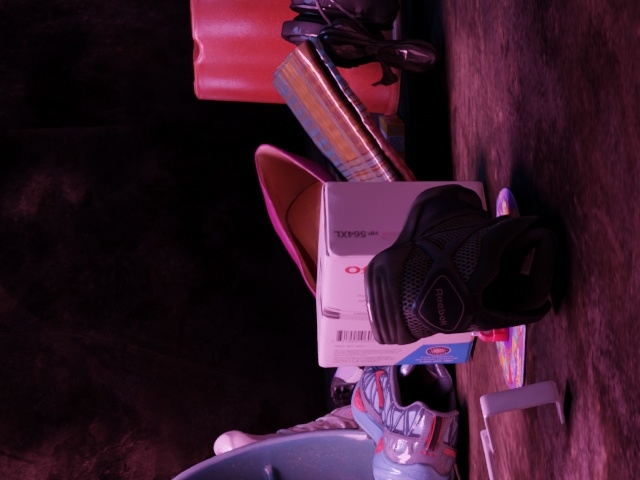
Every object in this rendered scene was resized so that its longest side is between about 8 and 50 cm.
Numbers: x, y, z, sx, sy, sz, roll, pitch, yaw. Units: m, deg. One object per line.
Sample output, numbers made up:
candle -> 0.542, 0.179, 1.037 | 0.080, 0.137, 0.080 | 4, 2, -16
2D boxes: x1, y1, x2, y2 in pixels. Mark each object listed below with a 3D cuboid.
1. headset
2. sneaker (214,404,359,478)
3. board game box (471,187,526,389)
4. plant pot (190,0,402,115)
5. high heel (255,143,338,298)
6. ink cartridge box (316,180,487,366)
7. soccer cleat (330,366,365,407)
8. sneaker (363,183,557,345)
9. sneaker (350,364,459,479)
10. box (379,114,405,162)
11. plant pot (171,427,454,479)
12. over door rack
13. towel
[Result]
headset -> 0.060, -0.293, 1.771 | 0.394, 0.185, 0.243 | -74, -4, -60
sneaker -> -0.004, 0.259, 1.956 | 0.114, 0.305, 0.152 | 12, 83, 50
board game box -> 0.140, 0.043, 1.289 | 0.133, 0.033, 0.168 | -100, 8, -66
plant pot -> -0.039, -0.291, 2.084 | 0.272, 0.265, 0.272 | 177, 90, -87
high heel -> 0.000, 0.000, 1.816 | 0.181, 0.127, 0.377 | 44, -178, -17
ink cartridge box -> 0.072, 0.033, 1.454 | 0.203, 0.148, 0.086 | 94, 174, -57
soccer cleat -> 0.077, 0.135, 2.000 | 0.318, 0.109, 0.116 | 92, -166, -63
sneaker -> 0.120, 0.014, 1.171 | 0.227, 0.130, 0.087 | -46, -50, -68
sneaker -> 0.106, 0.170, 1.670 | 0.262, 0.104, 0.125 | -112, 37, -68
box -> 0.093, -0.089, 2.025 | 0.081, 0.028, 0.136 | -108, 18, -77
plant pot -> -0.001, 0.428, 1.722 | 0.341, 0.341, 0.334 | -105, 5, -74
over door rack -> 0.127, 0.293, 1.094 | 0.239, 0.108, 0.324 | -99, 7, -54
towel -> 0.045, -0.099, 1.754 | 0.271, 0.040, 0.370 | 54, 176, -4
